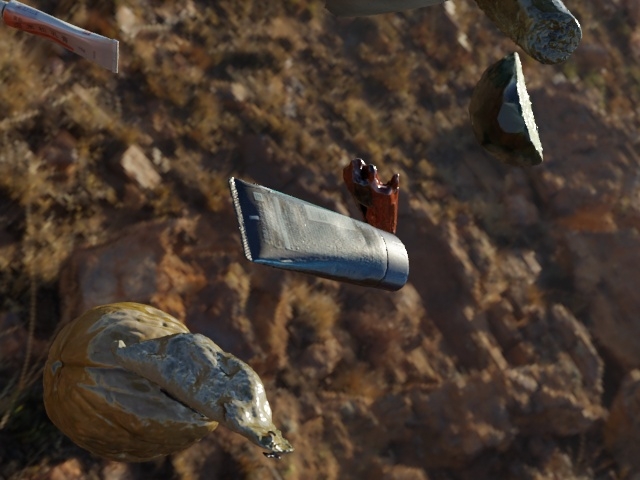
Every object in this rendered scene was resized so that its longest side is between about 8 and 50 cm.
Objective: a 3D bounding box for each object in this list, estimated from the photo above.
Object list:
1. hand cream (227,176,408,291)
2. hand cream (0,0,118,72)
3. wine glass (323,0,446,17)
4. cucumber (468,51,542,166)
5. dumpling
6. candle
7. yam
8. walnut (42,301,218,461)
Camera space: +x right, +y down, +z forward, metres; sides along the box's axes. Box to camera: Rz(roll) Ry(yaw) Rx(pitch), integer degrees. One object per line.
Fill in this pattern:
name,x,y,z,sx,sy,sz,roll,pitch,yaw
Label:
hand cream,0.000,0.000,1.392,0.270,0.061,0.120,18,48,-42
hand cream,-0.394,-0.308,1.657,0.216,0.038,0.052,24,-11,10
wine glass,0.106,-0.202,0.778,0.074,0.262,0.074,9,79,-51
cucumber,0.179,-0.125,1.108,0.244,0.063,0.115,-38,112,-77
dumpling,-0.134,0.200,1.548,0.332,0.086,0.166,28,8,35
candle,0.089,-0.051,1.818,0.302,0.084,0.059,74,28,-67
yam,0.301,-0.344,1.656,0.107,0.107,0.183,10,37,-46
walnut,-0.315,0.249,1.933,0.313,0.277,0.252,25,41,-36
